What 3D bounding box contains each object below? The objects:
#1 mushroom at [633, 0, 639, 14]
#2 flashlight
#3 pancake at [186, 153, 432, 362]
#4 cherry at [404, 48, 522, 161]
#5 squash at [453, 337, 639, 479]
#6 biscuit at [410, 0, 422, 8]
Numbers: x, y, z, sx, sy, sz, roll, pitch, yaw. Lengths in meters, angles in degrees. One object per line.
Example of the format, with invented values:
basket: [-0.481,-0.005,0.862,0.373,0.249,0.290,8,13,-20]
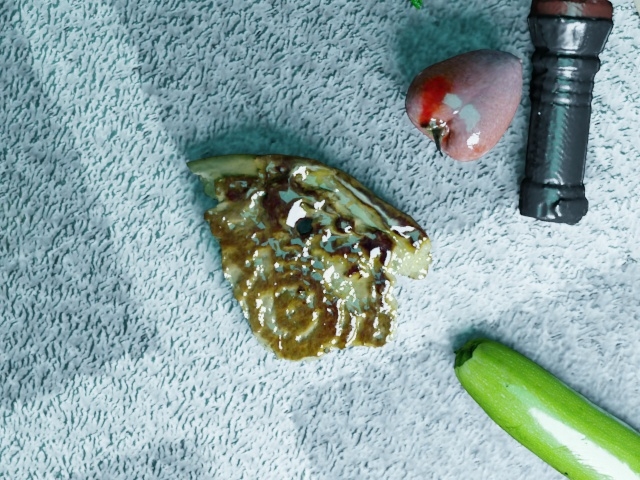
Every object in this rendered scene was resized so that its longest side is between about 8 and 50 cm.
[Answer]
mushroom: [0.319,-0.300,1.250,0.059,0.054,0.202,-27,97,1]
flashlight: [0.243,-0.133,1.249,0.093,0.093,0.232,6,99,1]
pancake: [0.000,0.000,1.274,0.212,0.056,0.257,-23,100,10]
cherry: [0.148,-0.135,1.246,0.126,0.087,0.106,-22,86,-16]
squash: [0.261,0.200,1.268,0.292,0.082,0.082,34,94,-1]
biscuit: [0.113,-0.287,1.271,0.046,0.016,0.089,41,94,-2]
